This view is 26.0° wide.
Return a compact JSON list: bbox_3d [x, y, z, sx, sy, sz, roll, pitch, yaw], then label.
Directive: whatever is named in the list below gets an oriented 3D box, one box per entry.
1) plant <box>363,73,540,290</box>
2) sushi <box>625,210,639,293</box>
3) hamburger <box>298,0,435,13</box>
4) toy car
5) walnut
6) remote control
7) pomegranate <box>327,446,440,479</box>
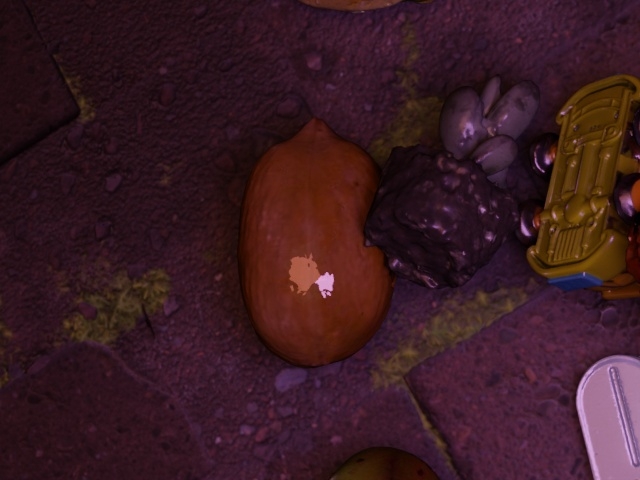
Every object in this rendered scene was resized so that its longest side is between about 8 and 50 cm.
[{"bbox_3d":[0.164,-0.075,1.556,0.146,0.149,0.274,-1,43,36],"label":"plant"},{"bbox_3d":[0.426,0.074,1.430,0.182,0.343,0.196,-25,37,8],"label":"sushi"},{"bbox_3d":[0.046,-0.416,1.690,0.285,0.134,0.265,-4,79,18],"label":"hamburger"},{"bbox_3d":[0.331,-0.052,1.532,0.142,0.200,0.247,24,74,-26],"label":"toy car"},{"bbox_3d":[0.000,0.000,1.610,0.203,0.203,0.297,1,79,16],"label":"walnut"},{"bbox_3d":[0.355,0.249,1.542,0.104,0.052,0.247,-14,78,15],"label":"remote control"},{"bbox_3d":[0.057,0.320,1.578,0.205,0.159,0.159,-15,76,40],"label":"pomegranate"}]
